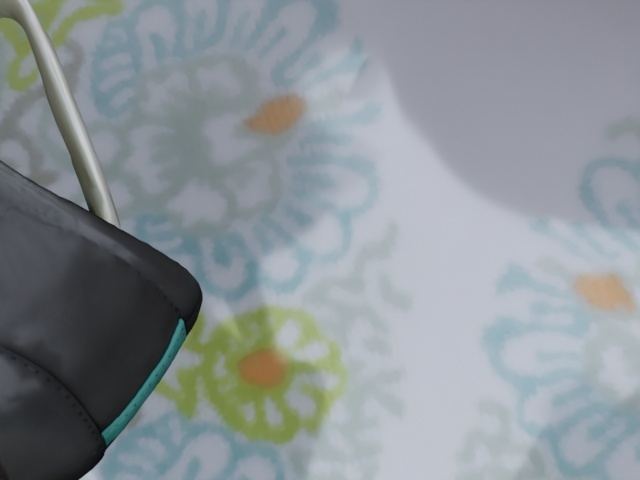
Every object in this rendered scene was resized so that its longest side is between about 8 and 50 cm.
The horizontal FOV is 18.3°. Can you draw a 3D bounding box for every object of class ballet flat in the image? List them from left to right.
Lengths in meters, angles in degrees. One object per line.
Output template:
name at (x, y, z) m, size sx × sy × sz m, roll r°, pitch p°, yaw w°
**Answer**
ballet flat at (-0.133, -0.052, 0.538) m, size 0.096 × 0.095 × 0.280 m, roll -37°, pitch 75°, yaw -15°

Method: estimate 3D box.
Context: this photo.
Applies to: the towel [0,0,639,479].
towel at (0.000, 0.000, 0.641) m, size 0.374 × 0.090 × 0.320 m, roll -19°, pitch 76°, yaw 6°
